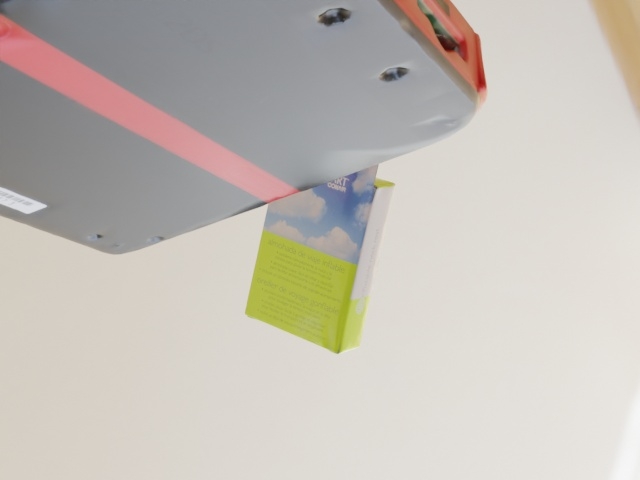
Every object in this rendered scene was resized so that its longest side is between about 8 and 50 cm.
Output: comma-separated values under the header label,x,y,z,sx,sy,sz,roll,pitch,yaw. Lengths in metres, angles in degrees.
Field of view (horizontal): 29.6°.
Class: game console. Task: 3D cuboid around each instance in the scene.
label,x,y,z,sx,sy,sz,roll,pitch,yaw
game console,-0.095,-0.097,0.747,0.386,0.342,0.060,28,-133,-63

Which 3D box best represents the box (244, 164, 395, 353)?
label,x,y,z,sx,sy,sz,roll,pitch,yaw
box,0.000,0.000,1.090,0.109,0.042,0.178,20,105,29
